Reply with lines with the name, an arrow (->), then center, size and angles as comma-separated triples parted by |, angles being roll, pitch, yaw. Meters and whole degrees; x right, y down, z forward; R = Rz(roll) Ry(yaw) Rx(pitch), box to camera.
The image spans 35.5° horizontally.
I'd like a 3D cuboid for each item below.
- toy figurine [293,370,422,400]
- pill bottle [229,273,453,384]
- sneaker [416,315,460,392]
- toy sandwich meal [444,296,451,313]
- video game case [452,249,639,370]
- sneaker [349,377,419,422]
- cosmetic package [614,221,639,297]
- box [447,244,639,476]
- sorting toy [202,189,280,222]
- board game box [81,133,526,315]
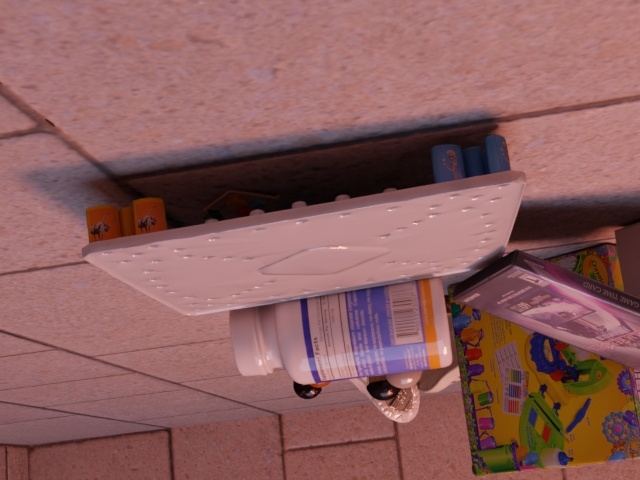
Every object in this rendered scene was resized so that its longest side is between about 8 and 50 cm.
toy figurine -> 0.049, 0.184, 1.618 | 0.210, 0.148, 0.213 | -3, 166, -13
pill bottle -> 0.027, 0.105, 1.290 | 0.272, 0.152, 0.152 | -8, 166, 7
sneaker -> 0.268, 0.199, 1.818 | 0.148, 0.131, 0.350 | -7, 169, -15
toy sandwich meal -> 0.189, 0.114, 1.643 | 0.086, 0.029, 0.085 | -6, 166, -2
video game case -> 0.318, 0.091, 1.207 | 0.274, 0.026, 0.196 | 22, 162, -7
sneaker -> 0.096, 0.253, 1.905 | 0.090, 0.232, 0.115 | -46, -166, -13
cosmetic package -> 0.527, 0.024, 1.219 | 0.224, 0.138, 0.225 | 3, 162, -30
box -> 0.364, 0.184, 1.467 | 0.279, 0.289, 0.177 | -18, 161, 42
sorting toy -> -0.084, -0.031, 0.993 | 0.062, 0.012, 0.083 | 2, 163, -31
board game box -> 0.000, 0.000, 1.039 | 0.390, 0.050, 0.390 | -10, 167, 4
